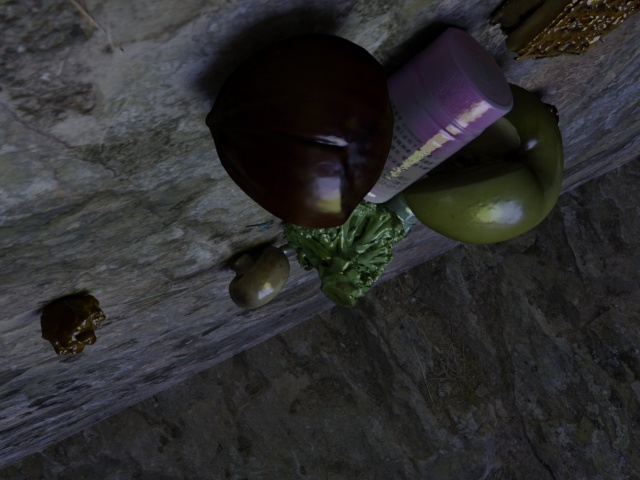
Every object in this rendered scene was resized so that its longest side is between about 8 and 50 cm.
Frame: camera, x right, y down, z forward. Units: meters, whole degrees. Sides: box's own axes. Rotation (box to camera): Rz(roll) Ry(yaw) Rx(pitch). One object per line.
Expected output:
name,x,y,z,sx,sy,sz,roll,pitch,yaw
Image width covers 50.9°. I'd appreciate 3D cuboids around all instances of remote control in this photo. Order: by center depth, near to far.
remote control,0.000,0.000,1.771,0.261,0.029,0.067,-21,167,-29

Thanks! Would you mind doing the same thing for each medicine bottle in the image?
medicine bottle,0.144,-0.182,1.013,0.254,0.152,0.152,-36,165,37

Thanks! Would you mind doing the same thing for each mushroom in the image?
mushroom,-0.148,0.083,1.591,0.166,0.127,0.166,-38,-172,6

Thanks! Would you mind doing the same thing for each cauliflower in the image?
cauliflower,0.043,0.031,1.449,0.275,0.250,0.272,15,147,-21

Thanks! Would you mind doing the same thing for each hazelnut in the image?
hazelnut,-0.024,-0.133,0.789,0.229,0.229,0.229,-26,168,-6

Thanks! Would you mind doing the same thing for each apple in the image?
apple,0.281,-0.135,1.200,0.292,0.292,0.254,-19,-174,-34

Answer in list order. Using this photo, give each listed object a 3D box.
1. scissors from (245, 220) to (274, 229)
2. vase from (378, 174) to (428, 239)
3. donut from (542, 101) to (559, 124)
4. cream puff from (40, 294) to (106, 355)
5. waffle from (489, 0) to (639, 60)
scissors,-0.131,-0.029,1.418,0.036,0.006,0.083,-33,167,33
vase,0.249,-0.134,1.498,0.143,0.143,0.299,-13,159,-50
donut,0.448,-0.212,1.529,0.235,0.089,0.235,-38,150,-27
cream puff,-0.466,0.159,1.274,0.116,0.122,0.094,10,169,17
waffle,0.407,-0.373,0.917,0.213,0.091,0.308,-18,165,-37
